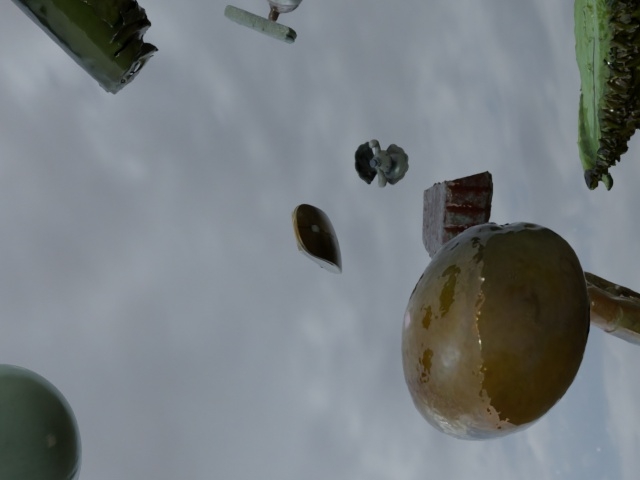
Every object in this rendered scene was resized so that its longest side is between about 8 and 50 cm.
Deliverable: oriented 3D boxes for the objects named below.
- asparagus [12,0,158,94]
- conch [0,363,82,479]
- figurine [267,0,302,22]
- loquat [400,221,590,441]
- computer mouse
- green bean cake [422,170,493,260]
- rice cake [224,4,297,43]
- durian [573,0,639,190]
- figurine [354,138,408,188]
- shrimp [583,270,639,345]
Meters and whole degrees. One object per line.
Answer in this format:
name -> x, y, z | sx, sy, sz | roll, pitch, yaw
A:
asparagus -> -0.355, -0.343, 0.905 | 0.382, 0.128, 0.108 | 44, -101, -23
conch -> -0.364, 0.251, 0.856 | 0.121, 0.185, 0.221 | -134, 20, -72
figurine -> -0.027, -0.311, 0.697 | 0.205, 0.103, 0.260 | -61, -8, 4
loquat -> 0.173, 0.089, 0.750 | 0.179, 0.179, 0.227 | -14, -52, -59
computer mouse -> 0.002, 0.000, 1.316 | 0.199, 0.045, 0.102 | 40, -145, -66
green bean cake -> 0.261, -0.052, 1.463 | 0.233, 0.097, 0.198 | -97, 9, -77
rice cake -> -0.110, -0.389, 1.358 | 0.033, 0.171, 0.029 | 9, -73, -55
durian -> 0.330, -0.233, 0.798 | 0.132, 0.106, 0.375 | -107, 13, -64
figurine -> 0.110, -0.144, 1.427 | 0.086, 0.082, 0.094 | 12, -107, -45
shrimp -> 0.389, 0.093, 0.932 | 0.053, 0.236, 0.133 | -70, -14, 14
